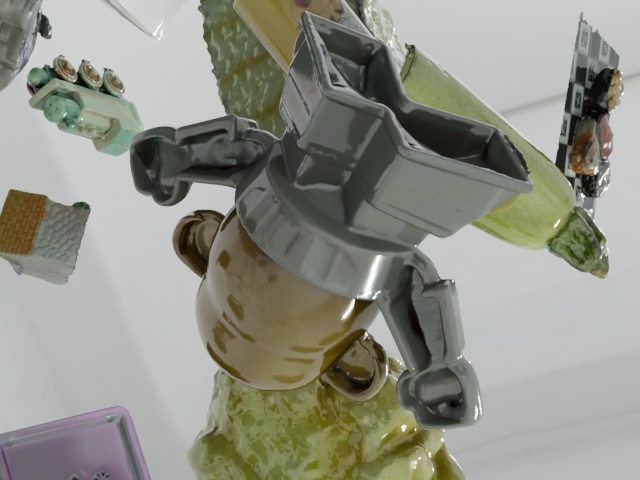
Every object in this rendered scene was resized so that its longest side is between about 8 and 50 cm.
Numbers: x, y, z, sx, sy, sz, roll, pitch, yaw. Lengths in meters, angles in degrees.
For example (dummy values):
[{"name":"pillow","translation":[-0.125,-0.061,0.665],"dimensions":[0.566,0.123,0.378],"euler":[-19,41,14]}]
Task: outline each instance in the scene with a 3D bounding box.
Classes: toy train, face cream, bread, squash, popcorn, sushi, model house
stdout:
[{"name":"toy train","translation":[-0.345,-0.197,2.030],"dimensions":[0.081,0.125,0.194],"euler":[-37,156,24]},{"name":"face cream","translation":[0.049,-0.157,1.551],"dimensions":[0.105,0.348,0.105],"euler":[-38,-179,1]},{"name":"bread","translation":[0.021,-0.190,1.851],"dimensions":[0.239,0.264,0.395],"euler":[-27,-117,16]},{"name":"squash","translation":[0.161,-0.060,1.350],"dimensions":[0.137,0.287,0.137],"euler":[-49,-162,22]},{"name":"popcorn","translation":[-0.007,0.280,1.639],"dimensions":[0.334,0.293,0.292],"euler":[-47,-149,43]},{"name":"sushi","translation":[0.293,-0.125,1.458],"dimensions":[0.031,0.201,0.139],"euler":[6,173,31]},{"name":"model house","translation":[-0.334,-0.006,1.640],"dimensions":[0.101,0.100,0.088],"euler":[136,-32,-66]}]

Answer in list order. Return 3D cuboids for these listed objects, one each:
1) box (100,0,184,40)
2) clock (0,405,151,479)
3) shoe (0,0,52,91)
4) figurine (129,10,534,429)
[{"name":"box","translation":[-0.201,-0.348,1.312],"dimensions":[0.274,0.116,0.203],"euler":[37,-91,35]},{"name":"clock","translation":[-0.236,0.275,1.361],"dimensions":[0.150,0.197,0.063],"euler":[-11,161,-29]},{"name":"shoe","translation":[-0.360,-0.271,1.628],"dimensions":[0.099,0.227,0.125],"euler":[18,178,4]},{"name":"figurine","translation":[-0.001,0.000,1.084],"dimensions":[0.167,0.285,0.342],"euler":[-1,-139,-45]}]
